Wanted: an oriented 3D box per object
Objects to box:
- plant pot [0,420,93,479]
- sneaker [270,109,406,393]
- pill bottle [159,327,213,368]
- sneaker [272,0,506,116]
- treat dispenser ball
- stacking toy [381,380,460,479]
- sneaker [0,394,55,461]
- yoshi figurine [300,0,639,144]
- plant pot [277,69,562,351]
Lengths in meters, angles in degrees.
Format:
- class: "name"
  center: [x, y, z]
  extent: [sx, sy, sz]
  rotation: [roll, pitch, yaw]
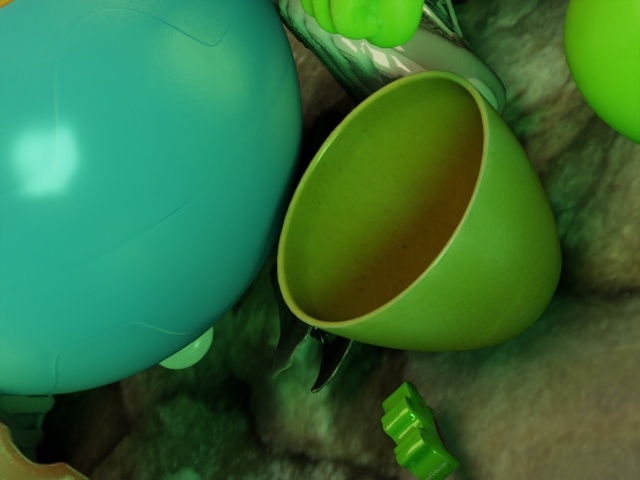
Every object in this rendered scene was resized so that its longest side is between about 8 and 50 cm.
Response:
- class: "plant pot"
  center: [-0.223, 0.222, 0.817]
  extent: [0.272, 0.272, 0.265]
  rotation: [7, 61, 55]
- class: "sneaker"
  center: [0.002, 0.001, 0.871]
  extent: [0.089, 0.051, 0.170]
  rotation: [-53, 24, 23]
- class: "pill bottle"
  center: [-0.101, 0.046, 0.978]
  extent: [0.043, 0.043, 0.083]
  rotation: [-59, 33, -2]
- class: "sneaker"
  center: [0.035, -0.148, 0.908]
  extent: [0.115, 0.105, 0.281]
  rotation: [-41, 40, 3]
- class: "treat dispenser ball"
  center: [-0.153, -0.061, 0.852]
  extent: [0.288, 0.288, 0.288]
  rotation: [-33, 40, 33]
- class: "stacking toy"
  center: [0.017, 0.189, 0.704]
  extent: [0.167, 0.052, 0.221]
  rotation: [-44, 33, 17]
- class: "sneaker"
  center: [-0.219, 0.125, 1.024]
  extent: [0.150, 0.135, 0.366]
  rotation: [42, 96, 30]
- class: "yoshi figurine"
  center: [0.114, -0.131, 0.702]
  extent: [0.203, 0.203, 0.362]
  rotation: [-50, 21, 0]
- class: "plant pot"
  center: [0.059, 0.000, 0.759]
  extent: [0.134, 0.095, 0.134]
  rotation: [-32, 41, 33]
